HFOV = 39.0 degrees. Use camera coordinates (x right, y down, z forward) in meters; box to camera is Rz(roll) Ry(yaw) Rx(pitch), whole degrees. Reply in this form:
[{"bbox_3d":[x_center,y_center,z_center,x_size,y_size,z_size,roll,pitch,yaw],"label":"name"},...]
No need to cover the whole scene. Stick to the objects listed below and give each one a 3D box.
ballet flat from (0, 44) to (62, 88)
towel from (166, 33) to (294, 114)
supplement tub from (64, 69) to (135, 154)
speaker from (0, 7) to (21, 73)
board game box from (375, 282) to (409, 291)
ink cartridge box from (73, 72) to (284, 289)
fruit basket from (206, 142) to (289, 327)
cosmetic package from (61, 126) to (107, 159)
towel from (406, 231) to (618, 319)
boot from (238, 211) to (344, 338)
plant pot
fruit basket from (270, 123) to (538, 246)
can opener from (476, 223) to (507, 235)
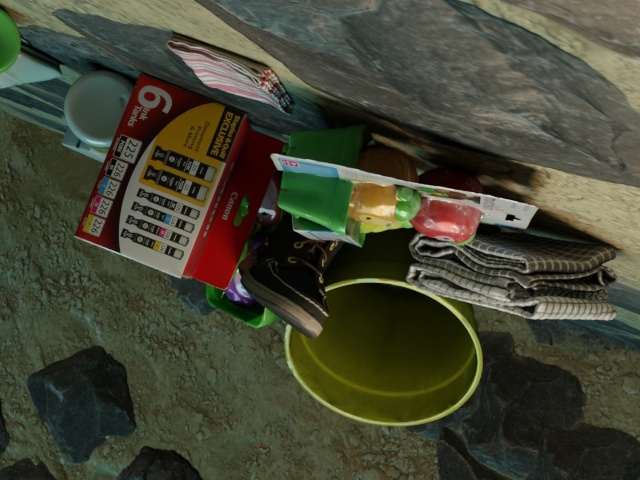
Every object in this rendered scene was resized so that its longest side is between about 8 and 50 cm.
[{"bbox_3d":[-0.705,-0.368,1.751,0.400,0.139,0.139,23,176,-39],"label":"ballet flat"},{"bbox_3d":[-0.119,-0.219,1.233,0.144,0.029,0.197,22,177,10],"label":"towel"},{"bbox_3d":[-0.411,-0.244,1.757,0.144,0.144,0.199,22,177,-5],"label":"supplement tub"},{"bbox_3d":[-0.607,-0.342,1.560,0.131,0.131,0.296,23,177,-31],"label":"speaker"},{"bbox_3d":[0.143,0.076,2.045,0.224,0.303,0.097,21,178,-1],"label":"board game box"},{"bbox_3d":[-0.242,-0.097,1.606,0.272,0.309,0.130,21,177,2],"label":"ink cartridge box"},{"bbox_3d":[-0.177,-0.029,1.822,0.392,0.392,0.283,24,176,-36],"label":"fruit basket"},{"bbox_3d":[-0.442,-0.241,1.970,0.151,0.151,0.183,24,175,-35],"label":"cosmetic package"},{"bbox_3d":[0.317,0.047,1.488,0.235,0.121,0.283,4,-174,-38],"label":"towel"},{"bbox_3d":[0.000,0.000,1.539,0.138,0.284,0.377,40,180,-13],"label":"boot"},{"bbox_3d":[0.146,0.112,1.792,0.366,0.366,0.353,22,-142,-2],"label":"plant pot"},{"bbox_3d":[0.123,-0.050,1.301,0.353,0.165,0.327,17,178,9],"label":"fruit basket"},{"bbox_3d":[0.322,-0.011,1.695,0.283,0.076,0.095,23,145,-15],"label":"can opener"}]
